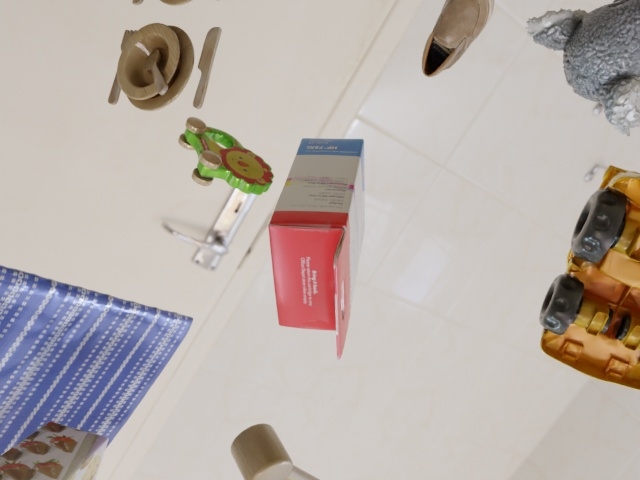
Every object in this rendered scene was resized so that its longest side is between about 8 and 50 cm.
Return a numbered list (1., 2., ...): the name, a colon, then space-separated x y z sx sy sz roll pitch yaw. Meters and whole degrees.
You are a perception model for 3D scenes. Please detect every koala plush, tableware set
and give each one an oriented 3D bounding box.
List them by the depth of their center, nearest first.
1. tableware set: -0.148 -0.219 0.573 0.128 0.194 0.039 9 174 29
2. koala plush: 0.357 -0.219 0.675 0.196 0.221 0.203 56 161 16

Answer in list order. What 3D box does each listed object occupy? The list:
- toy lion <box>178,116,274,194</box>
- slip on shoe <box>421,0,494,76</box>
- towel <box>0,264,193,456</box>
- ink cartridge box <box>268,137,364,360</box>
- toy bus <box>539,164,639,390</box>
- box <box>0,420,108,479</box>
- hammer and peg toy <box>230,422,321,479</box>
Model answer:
1. toy lion: -0.101 -0.090 0.681 0.096 0.034 0.100 6 -139 -37
2. slip on shoe: 0.143 -0.228 0.660 0.051 0.041 0.135 41 159 2
3. towel: -0.318 0.145 0.652 0.040 0.243 0.336 39 -175 34
4. ink cartridge box: 0.000 0.000 0.652 0.078 0.134 0.231 3 -144 9
5. toy bus: 0.346 0.024 0.699 0.149 0.220 0.211 20 -159 9
6. box: -0.239 0.212 0.438 0.063 0.067 0.324 17 178 -2
7. hammer and peg toy: -0.115 0.412 0.753 0.266 0.361 0.127 36 -171 -43
